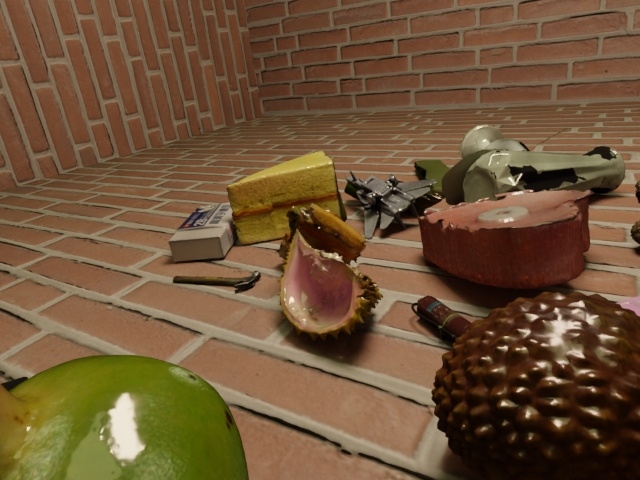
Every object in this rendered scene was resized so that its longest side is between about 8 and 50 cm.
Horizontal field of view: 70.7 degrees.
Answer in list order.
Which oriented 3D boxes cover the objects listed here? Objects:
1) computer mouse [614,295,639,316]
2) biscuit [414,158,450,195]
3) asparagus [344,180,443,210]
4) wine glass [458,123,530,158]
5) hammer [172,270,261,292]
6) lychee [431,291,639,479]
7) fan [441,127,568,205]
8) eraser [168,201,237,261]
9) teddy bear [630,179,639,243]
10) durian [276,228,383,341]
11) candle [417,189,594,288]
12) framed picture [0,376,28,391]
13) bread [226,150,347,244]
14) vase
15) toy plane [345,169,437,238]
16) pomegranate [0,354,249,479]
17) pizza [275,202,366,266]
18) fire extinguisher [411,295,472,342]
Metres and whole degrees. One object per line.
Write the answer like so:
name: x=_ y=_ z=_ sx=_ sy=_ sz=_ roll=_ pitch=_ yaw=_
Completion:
computer mouse: x=0.461 y=0.096 z=0.526 sx=0.311 sy=0.071 sz=0.158 roll=-19 pitch=10 yaw=5
biscuit: x=0.340 y=-0.189 z=1.324 sx=0.100 sy=0.038 sz=0.322 roll=-3 pitch=22 yaw=2
asparagus: x=0.186 y=-0.114 z=1.148 sx=0.287 sy=0.080 sz=0.080 roll=8 pitch=27 yaw=45
wine glass: x=0.487 y=-0.223 z=1.239 sx=0.144 sy=0.143 sz=0.321 roll=-6 pitch=25 yaw=4
hammer: x=-0.210 y=0.079 z=0.878 sx=0.182 sy=0.017 sz=0.062 roll=-1 pitch=23 yaw=19
lychee: x=0.219 y=0.135 z=0.396 sx=0.239 sy=0.199 sz=0.200 roll=-10 pitch=19 yaw=28
fan: x=0.425 y=-0.182 z=1.049 sx=0.310 sy=0.182 sz=0.010 roll=-29 pitch=52 yaw=11
eraser: x=-0.261 y=-0.023 z=1.070 sx=0.125 sy=0.067 sz=0.210 roll=-4 pitch=24 yaw=6
teddy bear: x=0.681 y=-0.051 z=0.794 sx=0.252 sy=0.181 sz=0.129 roll=0 pitch=-13 yaw=20
durian: x=0.011 y=0.070 z=0.687 sx=0.183 sy=0.132 sz=0.165 roll=9 pitch=35 yaw=26
candle: x=0.308 y=0.000 z=0.782 sx=0.288 sy=0.131 sz=0.317 roll=-1 pitch=13 yaw=31
framed picture: x=-0.438 y=0.244 z=0.464 sx=0.244 sy=0.013 sz=0.324 roll=-12 pitch=14 yaw=-32
bread: x=-0.086 y=-0.110 z=1.095 sx=0.264 sy=0.167 sz=0.163 roll=-11 pitch=22 yaw=-7
vase: x=0.506 y=-0.135 z=1.013 sx=0.361 sy=0.164 sz=0.165 roll=-11 pitch=23 yaw=-19
toy plane: x=0.127 y=-0.124 z=1.087 sx=0.212 sy=0.088 sz=0.267 roll=-39 pitch=43 yaw=-8
pomegranate: x=-0.188 y=0.166 z=0.306 sx=0.236 sy=0.301 sz=0.235 roll=-24 pitch=32 yaw=16
pizza: x=0.000 y=0.000 z=0.833 sx=0.147 sy=0.226 sz=0.069 roll=24 pitch=66 yaw=-2
fire extinguisher: x=0.176 y=0.114 z=0.653 sx=0.056 sy=0.039 sz=0.132 roll=-7 pitch=21 yaw=-23
